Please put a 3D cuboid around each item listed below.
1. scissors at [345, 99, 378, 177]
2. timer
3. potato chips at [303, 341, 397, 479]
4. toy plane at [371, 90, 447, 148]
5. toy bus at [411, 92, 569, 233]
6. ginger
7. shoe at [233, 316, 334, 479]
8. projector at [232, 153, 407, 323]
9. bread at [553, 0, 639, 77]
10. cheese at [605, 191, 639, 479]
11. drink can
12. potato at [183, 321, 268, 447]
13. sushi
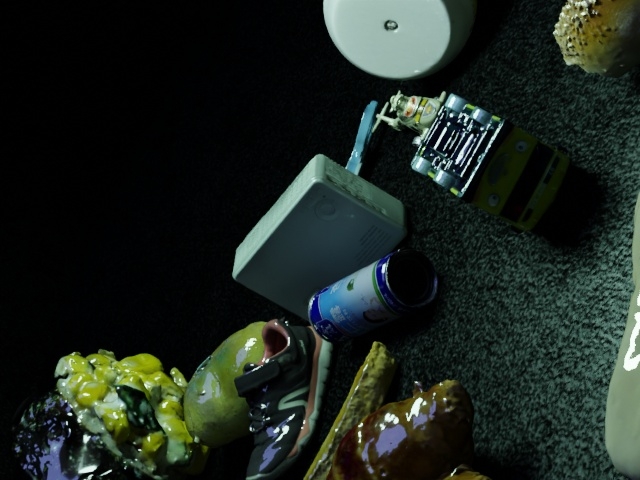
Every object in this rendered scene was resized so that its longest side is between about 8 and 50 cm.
[{"bbox_3d":[0.059,-0.125,2.394,0.125,0.030,0.256,82,-154,-80],"label":"scissors"},{"bbox_3d":[0.148,-0.437,2.297,0.285,0.285,0.285,-49,24,32],"label":"timer"},{"bbox_3d":[0.005,0.340,1.945,0.407,0.057,0.080,-61,7,6],"label":"potato chips"},{"bbox_3d":[0.151,-0.205,2.224,0.092,0.108,0.286,-65,8,-3],"label":"toy plane"},{"bbox_3d":[0.233,-0.108,1.827,0.128,0.150,0.262,-61,16,7],"label":"toy bus"},{"bbox_3d":[0.092,0.338,1.609,0.274,0.152,0.357,1,67,67],"label":"ginger"},{"bbox_3d":[-0.072,0.247,2.128,0.114,0.137,0.291,-30,39,56],"label":"shoe"},{"bbox_3d":[0.000,0.000,2.190,0.257,0.192,0.099,-49,20,30],"label":"projector"},{"bbox_3d":[0.416,-0.365,1.687,0.314,0.171,0.192,-64,17,-2],"label":"bread"},{"bbox_3d":[0.373,0.074,1.298,0.328,0.129,0.351,-58,22,10],"label":"cheese"},{"bbox_3d":[0.078,0.087,2.032,0.235,0.097,0.097,-29,39,55],"label":"drink can"},{"bbox_3d":[-0.143,0.245,2.289,0.248,0.143,0.169,-53,33,23],"label":"potato"},{"bbox_3d":[-0.359,0.367,2.413,0.285,0.328,0.329,-49,21,5],"label":"sushi"}]
